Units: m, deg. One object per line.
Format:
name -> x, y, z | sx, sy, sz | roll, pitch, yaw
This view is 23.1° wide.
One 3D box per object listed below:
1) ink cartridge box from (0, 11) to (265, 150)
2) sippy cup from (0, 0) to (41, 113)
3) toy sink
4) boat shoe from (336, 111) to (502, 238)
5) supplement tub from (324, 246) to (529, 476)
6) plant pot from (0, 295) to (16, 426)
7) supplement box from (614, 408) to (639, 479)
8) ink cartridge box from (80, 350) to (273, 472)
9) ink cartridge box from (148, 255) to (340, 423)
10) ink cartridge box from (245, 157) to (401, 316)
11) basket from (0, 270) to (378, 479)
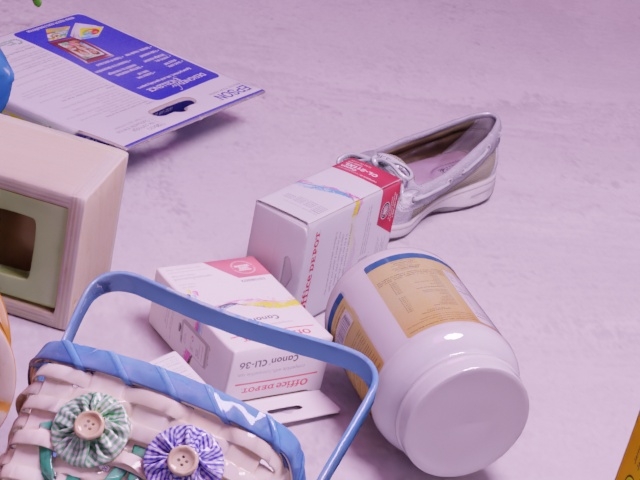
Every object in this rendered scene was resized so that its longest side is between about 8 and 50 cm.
ink cartridge box -> -0.277, -0.179, 1.937 | 0.307, 0.072, 0.303 | 27, 29, 21
sippy cup -> -0.467, -0.213, 1.746 | 0.224, 0.305, 0.240 | 50, 19, 20
toy sink -> -0.328, -0.030, 1.546 | 0.234, 0.153, 0.131 | 18, 29, 7
boat shoe -> 0.103, -0.082, 1.874 | 0.320, 0.103, 0.118 | -15, 39, -42
supplement tub -> 0.099, 0.112, 1.469 | 0.144, 0.144, 0.200 | 1, 31, -22
plant pot -> -0.323, 0.092, 1.201 | 0.205, 0.205, 0.188 | -3, 7, -27
supplement box -> 0.387, 0.267, 1.252 | 0.194, 0.195, 0.356 | 7, 29, -12
ink cartridge box -> -0.128, 0.188, 1.367 | 0.145, 0.045, 0.179 | -20, 60, -47
ink cartridge box -> -0.069, 0.095, 1.511 | 0.115, 0.067, 0.198 | -8, 34, -34
ink cartridge box -> 0.000, 0.000, 1.652 | 0.072, 0.127, 0.175 | 27, 31, 27
basket -> -0.110, 0.162, 1.208 | 0.255, 0.201, 0.289 | 16, 44, 9
